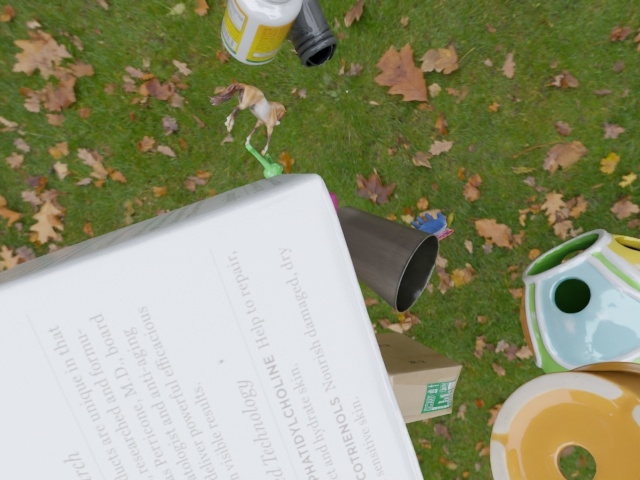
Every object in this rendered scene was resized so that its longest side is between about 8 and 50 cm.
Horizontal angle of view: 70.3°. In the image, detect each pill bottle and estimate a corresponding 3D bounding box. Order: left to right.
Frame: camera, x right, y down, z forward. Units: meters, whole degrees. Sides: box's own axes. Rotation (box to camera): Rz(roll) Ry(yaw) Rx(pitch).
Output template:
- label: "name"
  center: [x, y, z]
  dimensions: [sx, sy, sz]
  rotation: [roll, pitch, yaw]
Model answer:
- label: "pill bottle"
  center: [-0.099, -0.401, 0.779]
  dimensions: [0.118, 0.208, 0.117]
  rotation: [3, 82, -19]

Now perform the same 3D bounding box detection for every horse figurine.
- label: "horse figurine"
  center: [-0.193, -0.367, 1.302]
  dimensions: [0.066, 0.263, 0.174]
  rotation: [22, 84, 36]

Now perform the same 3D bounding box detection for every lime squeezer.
- label: "lime squeezer"
  center: [-0.163, -0.230, 1.403]
  dimensions: [0.110, 0.310, 0.059]
  rotation: [37, 97, -1]

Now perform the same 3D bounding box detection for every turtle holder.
- label: "turtle holder"
  center: [0.446, 0.101, 0.661]
  dimensions: [0.243, 0.320, 0.227]
  rotation: [-32, 86, -29]

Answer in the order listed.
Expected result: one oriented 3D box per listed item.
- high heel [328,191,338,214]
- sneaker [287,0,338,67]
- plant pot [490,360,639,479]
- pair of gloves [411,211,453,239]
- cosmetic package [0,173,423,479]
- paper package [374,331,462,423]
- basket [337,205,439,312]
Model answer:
- label: "high heel"
  center: [0.000, 0.000, 0.870]
  dimensions: [0.082, 0.117, 0.244]
  rotation: [44, 61, -25]
- label: "sneaker"
  center: [-0.041, -0.464, 1.048]
  dimensions: [0.105, 0.296, 0.147]
  rotation: [-26, 104, -3]
- label: "plant pot"
  center: [0.244, 0.192, 0.379]
  dimensions: [0.188, 0.205, 0.205]
  rotation: [30, 110, -37]
- label: "pair of gloves"
  center: [0.238, -0.008, 1.164]
  dimensions: [0.198, 0.159, 0.023]
  rotation: [-32, 110, 2]
- label: "cosmetic package"
  center: [-0.158, 0.136, 0.530]
  dimensions: [0.394, 0.329, 0.327]
  rotation: [-20, 102, -7]
- label: "paper package"
  center: [0.217, 0.421, 1.425]
  dimensions: [0.325, 0.309, 0.168]
  rotation: [6, 99, -37]
- label: "basket"
  center: [0.125, 0.023, 1.023]
  dimensions: [0.227, 0.154, 0.204]
  rotation: [32, 136, 30]
